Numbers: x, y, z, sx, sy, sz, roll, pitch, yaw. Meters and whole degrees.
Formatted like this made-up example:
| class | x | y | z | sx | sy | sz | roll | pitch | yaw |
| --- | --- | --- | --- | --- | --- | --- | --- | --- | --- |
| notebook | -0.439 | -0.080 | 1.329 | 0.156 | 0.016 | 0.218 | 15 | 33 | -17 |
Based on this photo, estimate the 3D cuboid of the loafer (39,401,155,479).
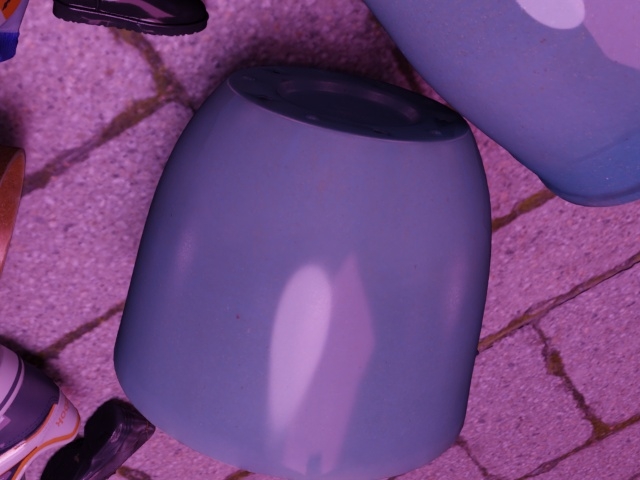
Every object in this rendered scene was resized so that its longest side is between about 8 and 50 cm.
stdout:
| class | x | y | z | sx | sy | sz | roll | pitch | yaw |
| --- | --- | --- | --- | --- | --- | --- | --- | --- | --- |
| loafer | -0.247 | 0.246 | 0.960 | 0.170 | 0.062 | 0.061 | -43 | 135 | 21 |

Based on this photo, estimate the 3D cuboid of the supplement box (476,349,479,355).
| class | x | y | z | sx | sy | sz | roll | pitch | yaw |
| --- | --- | --- | --- | --- | --- | --- | --- | --- | --- |
| supplement box | 0.111 | 0.087 | 0.931 | 0.056 | 0.083 | 0.083 | -36 | 133 | 14 |

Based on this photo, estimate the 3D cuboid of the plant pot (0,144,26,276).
| class | x | y | z | sx | sy | sz | roll | pitch | yaw |
| --- | --- | --- | --- | --- | --- | --- | --- | --- | --- |
| plant pot | -0.366 | 0.011 | 0.618 | 0.254 | 0.237 | 0.237 | 17 | 124 | -13 |

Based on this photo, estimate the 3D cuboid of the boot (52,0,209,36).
| class | x | y | z | sx | sy | sz | roll | pitch | yaw |
| --- | --- | --- | --- | --- | --- | --- | --- | --- | --- |
| boot | -0.131 | -0.199 | 0.618 | 0.121 | 0.045 | 0.099 | 2 | 127 | -20 |

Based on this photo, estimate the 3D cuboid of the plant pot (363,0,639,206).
| class | x | y | z | sx | sy | sz | roll | pitch | yaw |
| --- | --- | --- | --- | --- | --- | --- | --- | --- | --- |
| plant pot | 0.146 | -0.201 | 0.583 | 0.255 | 0.271 | 0.271 | 29 | 117 | -20 |

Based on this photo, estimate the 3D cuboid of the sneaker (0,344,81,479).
| class | x | y | z | sx | sy | sz | roll | pitch | yaw |
| --- | --- | --- | --- | --- | --- | --- | --- | --- | --- |
| sneaker | -0.375 | 0.240 | 0.861 | 0.321 | 0.126 | 0.127 | -37 | 127 | 12 |

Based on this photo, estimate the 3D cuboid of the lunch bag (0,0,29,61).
| class | x | y | z | sx | sy | sz | roll | pitch | yaw |
| --- | --- | --- | --- | --- | --- | --- | --- | --- | --- |
| lunch bag | -0.290 | -0.267 | 0.359 | 0.385 | 0.239 | 0.328 | 27 | 122 | -6 |

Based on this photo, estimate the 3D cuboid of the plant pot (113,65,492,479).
| class | x | y | z | sx | sy | sz | roll | pitch | yaw |
| --- | --- | --- | --- | --- | --- | --- | --- | --- | --- |
| plant pot | 0.000 | 0.000 | 0.690 | 0.293 | 0.293 | 0.235 | 3 | 114 | -22 |
